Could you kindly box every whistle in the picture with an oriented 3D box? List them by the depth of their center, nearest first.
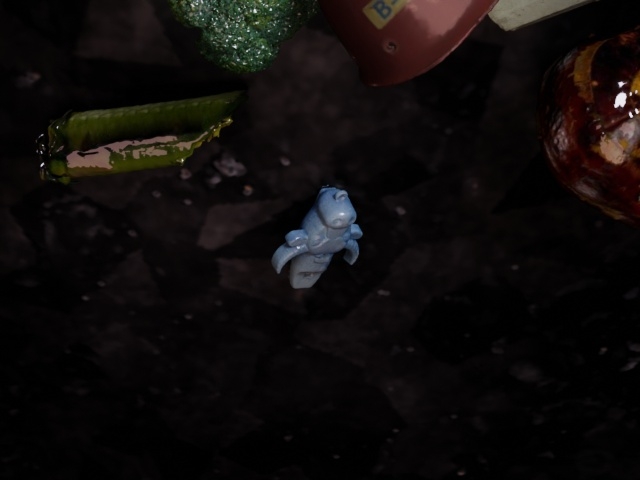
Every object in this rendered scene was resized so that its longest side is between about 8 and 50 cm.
[{"bbox_3d":[0.000,0.000,2.038,0.180,0.093,0.269,-7,139,-28],"label":"whistle"}]

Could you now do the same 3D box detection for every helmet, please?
[{"bbox_3d":[0.123,-0.421,1.483,0.230,0.337,0.385,40,123,-21],"label":"helmet"}]

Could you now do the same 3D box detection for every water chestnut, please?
[{"bbox_3d":[0.498,-0.183,1.758,0.335,0.335,0.347,19,159,-17],"label":"water chestnut"}]

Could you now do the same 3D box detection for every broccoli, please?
[{"bbox_3d":[-0.119,-0.385,1.595,0.269,0.241,0.261,10,111,-29],"label":"broccoli"}]

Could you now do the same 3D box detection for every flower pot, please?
[{"bbox_3d":[0.347,-0.418,1.602,0.203,0.212,0.212,-24,129,36],"label":"flower pot"}]

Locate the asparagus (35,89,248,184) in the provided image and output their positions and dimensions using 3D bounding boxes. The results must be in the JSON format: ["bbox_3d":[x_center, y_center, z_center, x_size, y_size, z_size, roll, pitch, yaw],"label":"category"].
[{"bbox_3d":[-0.306,-0.180,1.858,0.382,0.128,0.108,-8,168,5],"label":"asparagus"}]
